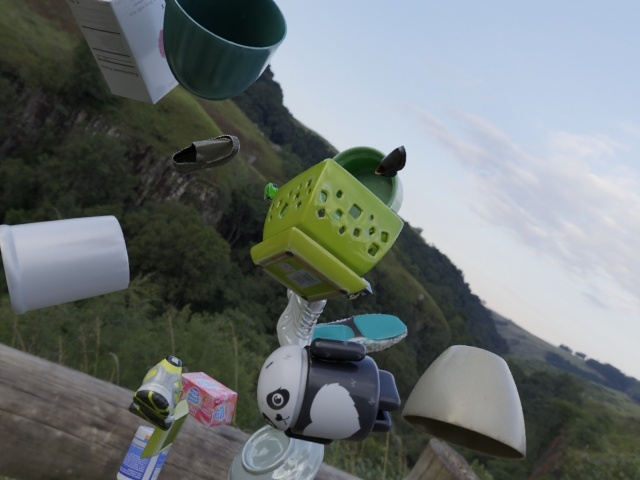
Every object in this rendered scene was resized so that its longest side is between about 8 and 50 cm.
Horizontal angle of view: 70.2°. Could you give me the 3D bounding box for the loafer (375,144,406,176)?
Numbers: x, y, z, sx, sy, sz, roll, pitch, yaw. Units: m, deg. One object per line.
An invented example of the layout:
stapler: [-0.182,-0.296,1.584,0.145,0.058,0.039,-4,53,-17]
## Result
loafer: [0.220,-0.239,1.413,0.061,0.062,0.170,-8,-18,-12]

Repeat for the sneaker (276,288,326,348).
sneaker: [-0.039,0.177,1.121,0.090,0.232,0.115,19,-26,-29]

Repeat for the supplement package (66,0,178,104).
supplement package: [-0.528,-0.568,1.280,0.175,0.177,0.293,19,-35,21]

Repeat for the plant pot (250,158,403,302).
plant pot: [0.000,0.000,0.964,0.227,0.207,0.228,38,-31,-19]

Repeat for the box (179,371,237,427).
box: [-0.564,0.769,2.226,0.300,0.154,0.142,15,0,39]

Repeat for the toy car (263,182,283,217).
toy car: [-0.150,-0.144,1.654,0.053,0.239,0.225,0,-19,24]

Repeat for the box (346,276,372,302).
box: [0.142,0.189,1.725,0.062,0.083,0.052,41,26,-42]

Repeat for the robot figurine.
robot figurine: [0.013,0.305,0.907,0.278,0.209,0.173,13,-16,-9]

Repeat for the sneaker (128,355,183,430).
sneaker: [-0.482,0.472,1.389,0.145,0.147,0.384,32,-38,-9]

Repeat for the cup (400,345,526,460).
cup: [0.421,0.441,1.292,0.331,0.237,0.331,18,-26,9]

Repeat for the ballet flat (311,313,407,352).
ballet flat: [0.106,0.347,1.607,0.409,0.147,0.147,-1,15,-25]

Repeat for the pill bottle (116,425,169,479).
pill bottle: [-0.723,0.910,1.843,0.152,0.272,0.152,17,-23,8]

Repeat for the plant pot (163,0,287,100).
plant pot: [-0.265,-0.508,1.170,0.293,0.293,0.235,31,-40,-11]

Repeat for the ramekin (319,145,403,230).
ramekin: [0.155,-0.176,1.664,0.303,0.303,0.148,31,2,29]

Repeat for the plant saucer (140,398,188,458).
plant saucer: [-0.549,0.686,1.648,0.045,0.188,0.188,26,-6,9]

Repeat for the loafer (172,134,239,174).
loafer: [-0.401,-0.298,1.579,0.087,0.251,0.094,46,22,-78]

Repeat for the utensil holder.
utensil holder: [-0.964,0.080,1.725,0.385,0.327,0.327,-10,27,-34]

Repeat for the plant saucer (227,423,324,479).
plant saucer: [-0.187,0.823,1.749,0.400,0.400,0.100,32,-33,64]
